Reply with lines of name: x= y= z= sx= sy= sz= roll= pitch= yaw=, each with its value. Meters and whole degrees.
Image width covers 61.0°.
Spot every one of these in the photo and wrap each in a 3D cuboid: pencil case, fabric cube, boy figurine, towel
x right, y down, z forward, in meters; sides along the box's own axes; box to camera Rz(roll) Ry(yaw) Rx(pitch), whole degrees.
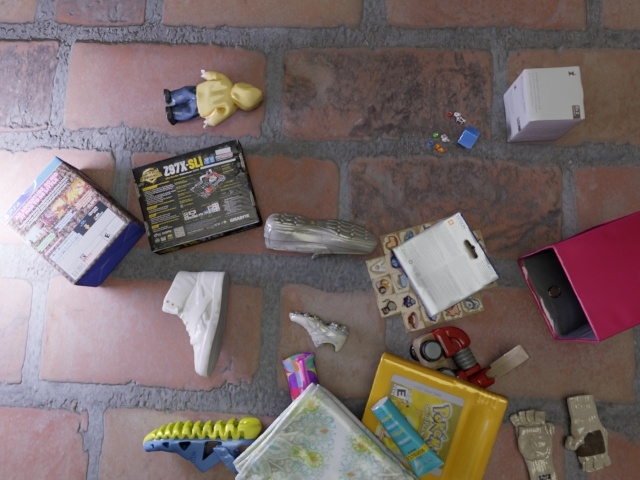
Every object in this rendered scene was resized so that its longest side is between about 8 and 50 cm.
pencil case: x=-0.035 y=0.423 z=1.468 sx=0.105 sy=0.104 sz=0.236 roll=-15 pitch=81 yaw=0
fabric cube: x=0.720 y=0.097 z=1.411 sx=0.258 sy=0.259 sz=0.254 roll=-23 pitch=81 yaw=-3
boy figurine: x=-0.313 y=-0.421 z=1.597 sx=0.285 sy=0.092 sz=0.177 roll=-10 pitch=82 yaw=0
towel: x=0.008 y=0.588 z=1.349 sx=0.374 sy=0.090 sz=0.320 roll=43 pitch=93 yaw=9

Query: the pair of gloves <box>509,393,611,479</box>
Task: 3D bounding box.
pair of gloves: x=0.649 y=0.534 z=1.461 sx=0.240 sy=0.042 sz=0.204 roll=-18 pitch=85 yaw=1

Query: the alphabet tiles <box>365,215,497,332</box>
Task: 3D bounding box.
alphabet tiles: x=0.315 y=0.094 z=1.547 sx=0.343 sy=0.011 sz=0.285 roll=-16 pitch=82 yaw=-1

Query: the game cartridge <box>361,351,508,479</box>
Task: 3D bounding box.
game cartridge: x=0.270 y=0.470 z=1.371 sx=0.324 sy=0.053 sz=0.285 roll=18 pitch=95 yaw=17

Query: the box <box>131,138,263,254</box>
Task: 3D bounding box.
box: x=-0.354 y=-0.124 z=1.564 sx=0.322 sy=0.079 sz=0.257 roll=-17 pitch=80 yaw=-1

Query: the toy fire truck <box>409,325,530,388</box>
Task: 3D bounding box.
toy fire truck: x=0.401 y=0.319 z=1.455 sx=0.246 sy=0.158 sz=0.217 roll=-23 pitch=81 yaw=-13

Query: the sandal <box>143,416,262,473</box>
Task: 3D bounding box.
sandal: x=-0.315 y=0.554 z=1.450 sx=0.318 sy=0.126 sz=0.138 roll=-1 pitch=86 yaw=3

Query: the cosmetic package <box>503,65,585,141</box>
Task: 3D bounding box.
cosmetic package: x=0.618 y=-0.375 z=1.514 sx=0.152 sy=0.183 sz=0.151 roll=-3 pitch=82 yaw=1

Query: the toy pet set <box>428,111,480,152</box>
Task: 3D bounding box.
toy pet set: x=0.394 y=-0.309 z=1.572 sx=0.114 sy=0.065 sz=0.122 roll=31 pitch=85 yaw=6

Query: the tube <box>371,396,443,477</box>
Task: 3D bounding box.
tube: x=0.209 y=0.486 z=1.345 sx=0.080 sy=0.052 sz=0.207 roll=-40 pitch=85 yaw=27

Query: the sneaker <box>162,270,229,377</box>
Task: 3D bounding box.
sneaker: x=-0.356 y=0.226 z=1.508 sx=0.169 sy=0.108 sz=0.292 roll=4 pitch=73 yaw=4

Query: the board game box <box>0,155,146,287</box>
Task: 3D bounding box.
board game box: x=-0.688 y=-0.048 z=1.530 sx=0.291 sy=0.141 sz=0.232 roll=40 pitch=85 yaw=6

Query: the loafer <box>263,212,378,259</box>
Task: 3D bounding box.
loafer: x=0.000 y=0.000 z=1.532 sx=0.320 sy=0.112 sz=0.111 roll=10 pitch=118 yaw=2

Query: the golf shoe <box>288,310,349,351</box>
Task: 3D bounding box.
golf shoe: x=-0.012 y=0.253 z=1.509 sx=0.176 sy=0.069 sz=0.086 roll=20 pitch=89 yaw=5

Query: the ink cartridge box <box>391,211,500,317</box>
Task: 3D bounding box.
ink cartridge box: x=0.348 y=0.066 z=1.520 sx=0.224 sy=0.045 sz=0.223 roll=-28 pitch=83 yaw=-3
